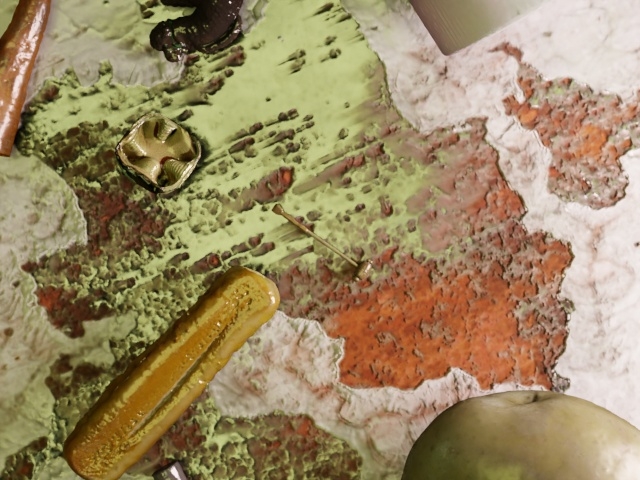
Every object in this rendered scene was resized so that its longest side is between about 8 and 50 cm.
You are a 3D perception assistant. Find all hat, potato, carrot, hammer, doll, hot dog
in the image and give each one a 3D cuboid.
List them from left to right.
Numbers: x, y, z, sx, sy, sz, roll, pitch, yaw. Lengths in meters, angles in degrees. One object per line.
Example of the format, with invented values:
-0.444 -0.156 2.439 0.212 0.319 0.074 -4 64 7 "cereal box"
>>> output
-0.318 -0.196 1.203 0.057 0.057 0.224 19 88 3 "carrot"
-0.169 -0.087 1.187 0.077 0.059 0.076 37 79 -3 "hat"
-0.153 0.139 1.193 0.286 0.061 0.088 -42 92 4 "hot dog"
-0.127 -0.268 1.178 0.139 0.057 0.165 43 100 -1 "doll"
0.000 0.000 1.200 0.123 0.014 0.029 35 86 5 "hammer"
0.232 0.279 1.090 0.326 0.221 0.243 33 84 13 "potato"

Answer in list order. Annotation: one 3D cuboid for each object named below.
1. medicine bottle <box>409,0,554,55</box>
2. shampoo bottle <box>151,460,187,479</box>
0.123 -0.360 1.053 0.256 0.256 0.325 -29 99 5 "medicine bottle"
-0.127 0.313 1.209 0.080 0.040 0.165 -27 91 7 "shampoo bottle"
